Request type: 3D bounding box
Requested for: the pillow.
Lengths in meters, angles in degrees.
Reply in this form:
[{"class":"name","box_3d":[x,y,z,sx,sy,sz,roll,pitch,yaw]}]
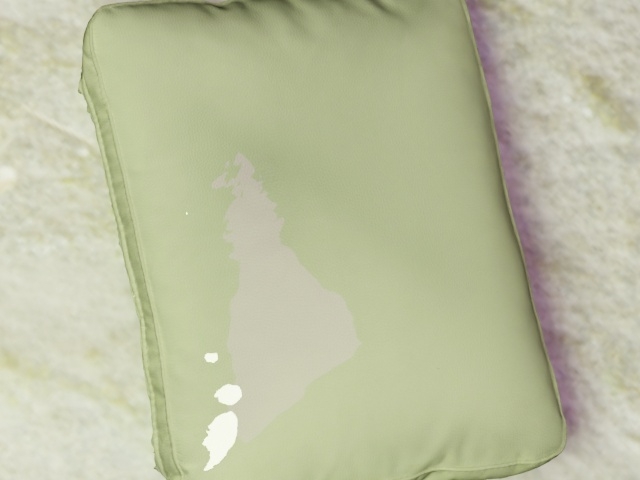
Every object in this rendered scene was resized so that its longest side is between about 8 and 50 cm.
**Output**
[{"class":"pillow","box_3d":[0.000,0.000,1.085,0.255,0.120,0.322,-10,77,-16]}]
